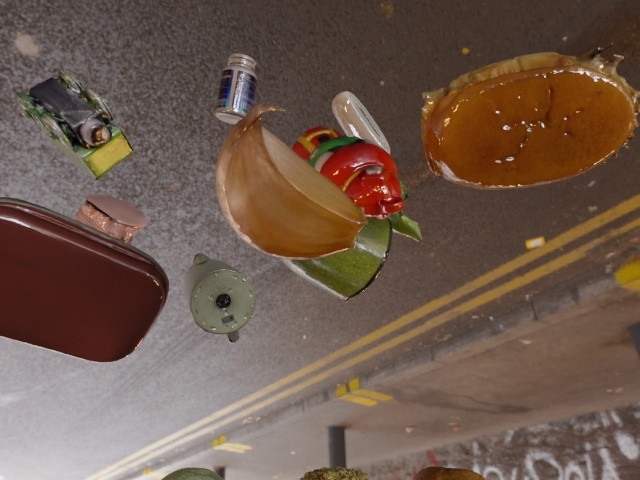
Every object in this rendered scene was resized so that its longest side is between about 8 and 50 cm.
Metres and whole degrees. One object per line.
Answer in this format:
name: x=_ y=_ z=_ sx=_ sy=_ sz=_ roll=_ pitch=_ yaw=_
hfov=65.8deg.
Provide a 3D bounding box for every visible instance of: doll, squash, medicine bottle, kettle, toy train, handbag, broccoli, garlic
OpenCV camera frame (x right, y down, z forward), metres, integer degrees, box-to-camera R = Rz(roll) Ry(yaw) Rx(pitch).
doll: x=0.057 y=-0.123 z=0.990 sx=0.183 sy=0.363 sz=0.160 roll=-18 pitch=118 yaw=-18
squash: x=0.006 y=-0.019 z=1.488 sx=0.309 sy=0.310 sz=0.310 roll=32 pitch=136 yaw=-24
medicine bottle: x=-0.251 y=-0.455 z=1.490 sx=0.107 sy=0.191 sz=0.107 roll=9 pitch=175 yaw=1
kettle: x=-0.276 y=0.163 z=1.328 sx=0.165 sy=0.240 sz=0.255 roll=-21 pitch=-166 yaw=-20
toy train: x=-0.673 y=-0.313 z=1.372 sx=0.307 sy=0.173 sz=0.248 roll=34 pitch=156 yaw=26
handbag: x=-0.643 y=-0.050 z=1.499 sx=0.116 sy=0.205 sz=0.179 roll=-62 pitch=162 yaw=13
broccoli: x=0.223 y=-0.134 z=1.788 sx=0.303 sy=0.186 sz=0.254 roll=0 pitch=138 yaw=-2
garlic: x=-0.052 y=-0.050 z=0.527 sx=0.115 sy=0.128 sz=0.207 roll=-50 pitch=134 yaw=-2

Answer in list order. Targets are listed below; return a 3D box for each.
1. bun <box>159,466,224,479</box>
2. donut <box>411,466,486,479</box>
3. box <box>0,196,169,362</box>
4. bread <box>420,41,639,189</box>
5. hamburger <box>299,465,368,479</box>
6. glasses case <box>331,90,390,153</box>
bun: x=-0.237 y=0.520 z=0.890 sx=0.196 sy=0.195 sz=0.118 roll=22 pitch=171 yaw=-32
donut: x=0.307 y=0.634 z=1.154 sx=0.227 sy=0.114 sz=0.226 roll=3 pitch=108 yaw=9
box: x=-0.500 y=0.085 z=0.939 sx=0.404 sy=0.108 sz=0.263 roll=31 pitch=97 yaw=-33
bread: x=0.392 y=-0.222 z=0.947 sx=0.389 sy=0.183 sz=0.235 roll=-12 pitch=122 yaw=13
hamburger: x=0.027 y=0.688 z=1.334 sx=0.262 sy=0.138 sz=0.243 roll=-3 pitch=160 yaw=-1
glasses case: x=0.117 y=-0.327 z=1.443 sx=0.233 sy=0.059 sz=0.092 roll=55 pitch=145 yaw=-6
